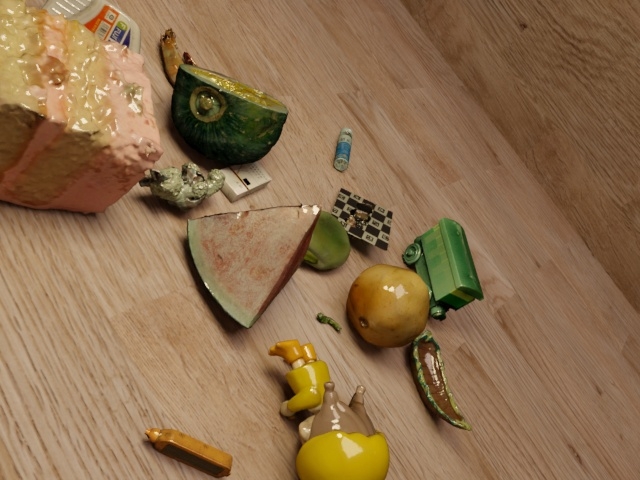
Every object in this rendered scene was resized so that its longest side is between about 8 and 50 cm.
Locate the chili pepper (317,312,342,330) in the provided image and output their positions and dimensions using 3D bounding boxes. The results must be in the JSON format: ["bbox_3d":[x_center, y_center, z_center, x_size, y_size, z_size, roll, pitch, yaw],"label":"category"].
[{"bbox_3d":[0.020,0.204,1.410,0.083,0.022,0.027,35,39,-23],"label":"chili pepper"}]

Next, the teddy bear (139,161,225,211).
[{"bbox_3d":[-0.330,-0.119,1.284,0.133,0.111,0.213,15,16,26],"label":"teddy bear"}]

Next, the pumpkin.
[{"bbox_3d":[-0.249,-0.313,1.446,0.292,0.197,0.263,27,21,-2],"label":"pumpkin"}]

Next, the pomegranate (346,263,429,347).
[{"bbox_3d":[0.173,0.168,1.437,0.233,0.233,0.233,25,44,-27],"label":"pomegranate"}]

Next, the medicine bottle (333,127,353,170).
[{"bbox_3d":[0.079,-0.311,1.875,0.051,0.051,0.191,32,42,-21],"label":"medicine bottle"}]

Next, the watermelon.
[{"bbox_3d":[-0.110,0.049,1.253,0.283,0.292,0.251,-13,98,-49],"label":"watermelon"}]

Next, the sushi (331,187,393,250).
[{"bbox_3d":[0.120,-0.051,1.696,0.192,0.051,0.215,25,37,-4],"label":"sushi"}]

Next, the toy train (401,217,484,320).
[{"bbox_3d":[0.371,0.090,1.700,0.120,0.202,0.301,25,43,-33],"label":"toy train"}]

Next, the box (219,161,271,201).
[{"bbox_3d":[-0.209,-0.165,1.484,0.084,0.040,0.154,52,37,3],"label":"box"}]

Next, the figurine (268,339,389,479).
[{"bbox_3d":[0.007,0.368,1.147,0.215,0.187,0.344,10,44,-54],"label":"figurine"}]

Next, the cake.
[{"bbox_3d":[-0.514,-0.243,1.065,0.306,0.293,0.314,13,54,-44],"label":"cake"}]

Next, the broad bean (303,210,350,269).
[{"bbox_3d":[0.000,0.000,1.499,0.228,0.100,0.169,-16,85,-46],"label":"broad bean"}]

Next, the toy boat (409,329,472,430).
[{"bbox_3d":[0.309,0.386,1.479,0.108,0.099,0.293,16,41,-35],"label":"toy boat"}]

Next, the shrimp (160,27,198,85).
[{"bbox_3d":[-0.391,-0.504,1.585,0.133,0.053,0.236,-9,69,-45],"label":"shrimp"}]

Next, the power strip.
[{"bbox_3d":[-0.236,0.377,0.995,0.178,0.049,0.028,33,35,-19],"label":"power strip"}]

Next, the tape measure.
[{"bbox_3d":[-0.575,-0.483,1.336,0.265,0.130,0.258,31,44,-29],"label":"tape measure"}]
